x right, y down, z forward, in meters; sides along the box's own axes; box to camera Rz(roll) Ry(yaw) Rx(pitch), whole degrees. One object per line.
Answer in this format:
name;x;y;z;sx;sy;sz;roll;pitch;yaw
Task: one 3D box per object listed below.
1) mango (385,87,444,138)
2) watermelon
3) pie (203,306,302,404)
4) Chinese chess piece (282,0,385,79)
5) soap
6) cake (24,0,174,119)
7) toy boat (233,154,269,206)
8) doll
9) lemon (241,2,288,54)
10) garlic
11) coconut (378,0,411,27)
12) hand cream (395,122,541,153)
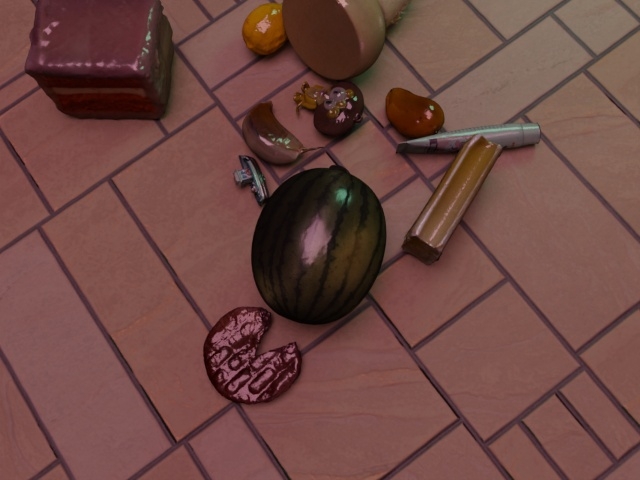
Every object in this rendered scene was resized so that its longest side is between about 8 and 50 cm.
mango;0.220;-0.297;1.679;0.159;0.084;0.105;37;92;37
watermelon;0.000;0.000;1.498;0.278;0.279;0.359;19;76;11
pie;-0.153;0.254;1.554;0.204;0.054;0.219;-28;74;-4
Chinese chess piece;0.029;-0.510;1.664;0.273;0.273;0.102;39;61;15
soap;0.286;-0.090;1.559;0.089;0.173;0.274;31;79;5
cake;-0.515;-0.443;1.707;0.308;0.237;0.230;4;74;5
toy boat;-0.169;-0.144;1.673;0.066;0.059;0.140;-15;69;-18
doll;0.017;-0.320;1.699;0.188;0.096;0.145;7;66;18
lemon;-0.130;-0.531;1.764;0.114;0.114;0.155;37;78;15
garlic;-0.102;-0.245;1.690;0.198;0.090;0.128;38;67;19
coconut;0.134;-0.640;1.724;0.234;0.224;0.224;-40;74;-7
hand cream;0.343;-0.238;1.651;0.331;0.085;0.058;-4;85;0
